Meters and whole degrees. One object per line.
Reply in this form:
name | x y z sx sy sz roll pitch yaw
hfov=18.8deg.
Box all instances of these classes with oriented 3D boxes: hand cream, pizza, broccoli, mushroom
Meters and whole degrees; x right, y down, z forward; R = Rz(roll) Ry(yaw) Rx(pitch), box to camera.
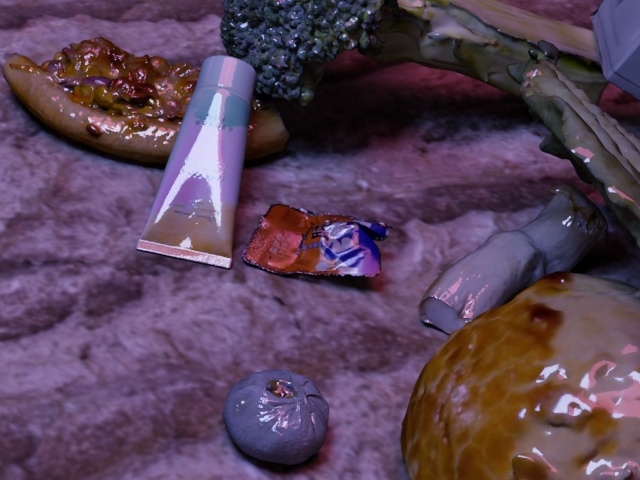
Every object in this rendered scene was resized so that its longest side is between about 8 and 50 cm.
hand cream | -0.090 -0.063 1.545 0.076 0.047 0.174 12 67 3
pizza | -0.151 -0.117 1.626 0.246 0.058 0.127 22 38 11
broccoli | 0.083 -0.205 1.691 0.361 0.221 0.252 13 12 -41
mushroom | 0.154 0.016 1.534 0.202 0.054 0.059 -30 54 -35

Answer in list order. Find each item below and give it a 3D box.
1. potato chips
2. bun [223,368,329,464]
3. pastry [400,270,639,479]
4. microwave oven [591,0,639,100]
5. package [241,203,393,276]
potato chips | 0.287 -0.015 1.463 0.373 0.097 0.389 29 14 -18
bun | -0.030 0.120 1.354 0.083 0.045 0.083 11 35 -8
pastry | 0.185 0.109 1.320 0.237 0.170 0.256 9 32 -7
microwave oven | 0.365 -0.172 1.690 0.208 0.162 0.122 29 31 -20
package | 0.000 0.001 1.531 0.111 0.033 0.077 6 58 16
